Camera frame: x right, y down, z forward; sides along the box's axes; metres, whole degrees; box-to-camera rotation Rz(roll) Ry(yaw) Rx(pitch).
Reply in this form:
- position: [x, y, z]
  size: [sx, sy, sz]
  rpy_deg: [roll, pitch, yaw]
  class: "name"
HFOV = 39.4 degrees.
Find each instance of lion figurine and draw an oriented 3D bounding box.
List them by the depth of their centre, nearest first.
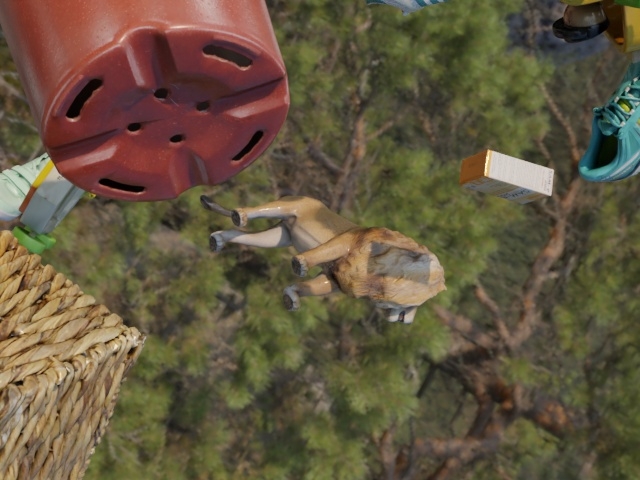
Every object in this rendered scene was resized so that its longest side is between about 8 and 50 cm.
- position: [0.000, 0.000, 1.426]
  size: [0.240, 0.392, 0.142]
  rpy_deg: [-18, 133, -34]
  class: "lion figurine"

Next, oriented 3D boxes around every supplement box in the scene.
- position: [0.231, -0.078, 1.116]
  size: [0.062, 0.098, 0.036]
  rpy_deg: [160, -58, -67]
  class: "supplement box"

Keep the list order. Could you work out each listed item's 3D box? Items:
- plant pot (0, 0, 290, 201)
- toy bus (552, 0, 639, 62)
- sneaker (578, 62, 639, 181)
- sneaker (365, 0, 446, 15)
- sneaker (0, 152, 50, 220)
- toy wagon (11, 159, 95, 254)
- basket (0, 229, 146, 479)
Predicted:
- position: [-0.159, -0.195, 0.774]
  size: [0.272, 0.265, 0.272]
  rpy_deg: [-16, 148, -10]
  class: "plant pot"
- position: [0.249, -0.197, 0.703]
  size: [0.191, 0.202, 0.104]
  rpy_deg: [-37, 125, -30]
  class: "toy bus"
- position: [0.469, -0.194, 1.334]
  size: [0.110, 0.107, 0.275]
  rpy_deg: [-14, 136, -27]
  class: "sneaker"
- position: [0.125, -0.302, 1.054]
  size: [0.075, 0.161, 0.057]
  rpy_deg: [110, -23, -61]
  class: "sneaker"
- position: [-0.535, -0.125, 1.665]
  size: [0.151, 0.094, 0.256]
  rpy_deg: [-41, -177, 15]
  class: "sneaker"
- position: [-0.403, -0.108, 1.488]
  size: [0.267, 0.068, 0.344]
  rpy_deg: [-54, -170, -3]
  class: "toy wagon"
- position: [-0.327, 0.153, 0.737]
  size: [0.213, 0.223, 0.299]
  rpy_deg: [-29, 150, -60]
  class: "basket"
